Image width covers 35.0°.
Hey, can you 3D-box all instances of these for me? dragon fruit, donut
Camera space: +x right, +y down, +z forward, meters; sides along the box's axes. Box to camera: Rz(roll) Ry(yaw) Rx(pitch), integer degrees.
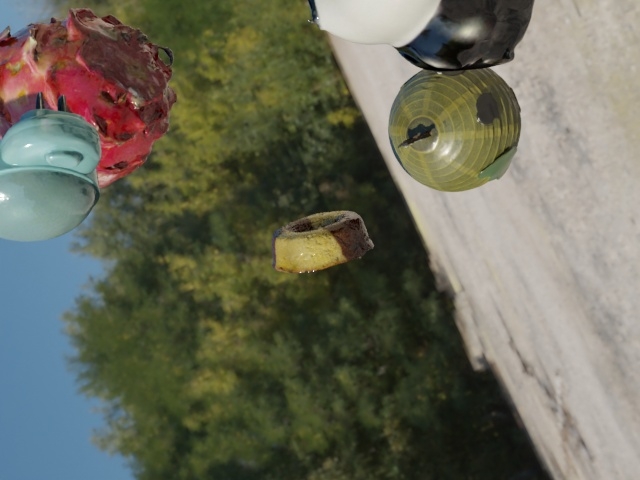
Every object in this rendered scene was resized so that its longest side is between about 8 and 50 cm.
[{"bbox_3d":[-0.456,-0.299,2.014,0.386,0.249,0.371,40,-122,-25],"label":"dragon fruit"},{"bbox_3d":[0.000,0.000,1.775,0.166,0.184,0.073,-145,41,-68],"label":"donut"}]

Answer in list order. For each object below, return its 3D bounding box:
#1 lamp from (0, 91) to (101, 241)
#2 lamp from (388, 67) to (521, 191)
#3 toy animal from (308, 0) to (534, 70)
[{"bbox_3d":[-0.434,-0.093,1.549,0.209,0.284,0.147,4,-136,-38],"label":"lamp"},{"bbox_3d":[0.228,-0.206,1.844,0.284,0.250,0.250,-20,-95,-50],"label":"lamp"},{"bbox_3d":[0.131,-0.365,1.428,0.251,0.309,0.251,-1,88,60],"label":"toy animal"}]
